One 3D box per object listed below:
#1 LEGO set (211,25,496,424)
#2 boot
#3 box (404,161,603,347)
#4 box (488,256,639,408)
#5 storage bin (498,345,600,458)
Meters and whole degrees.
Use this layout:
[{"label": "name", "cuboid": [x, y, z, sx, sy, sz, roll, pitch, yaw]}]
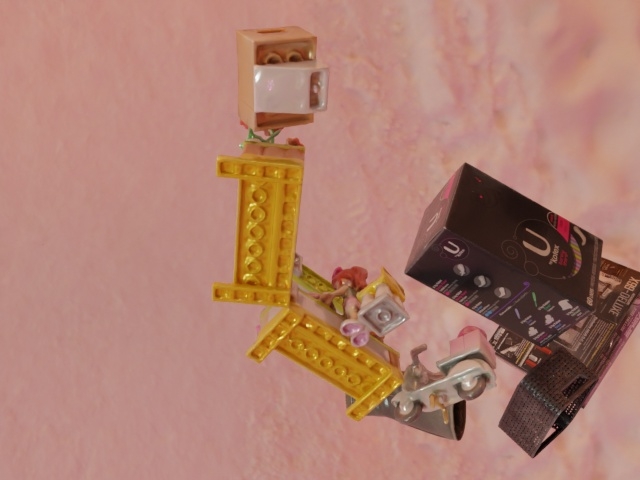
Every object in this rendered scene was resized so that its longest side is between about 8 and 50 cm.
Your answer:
[{"label": "LEGO set", "cuboid": [0.000, 0.000, 0.438, 0.132, 0.107, 0.287, -26, 117, 14]}, {"label": "boot", "cuboid": [0.134, 0.222, 1.108, 0.076, 0.208, 0.190, -16, 100, -44]}, {"label": "box", "cuboid": [0.300, 0.026, 1.106, 0.270, 0.143, 0.165, 28, 50, -4]}, {"label": "box", "cuboid": [0.544, 0.173, 1.483, 0.076, 0.242, 0.308, 37, 85, -40]}, {"label": "storage bin", "cuboid": [0.401, 0.288, 1.199, 0.122, 0.180, 0.084, -29, 56, -28]}]
